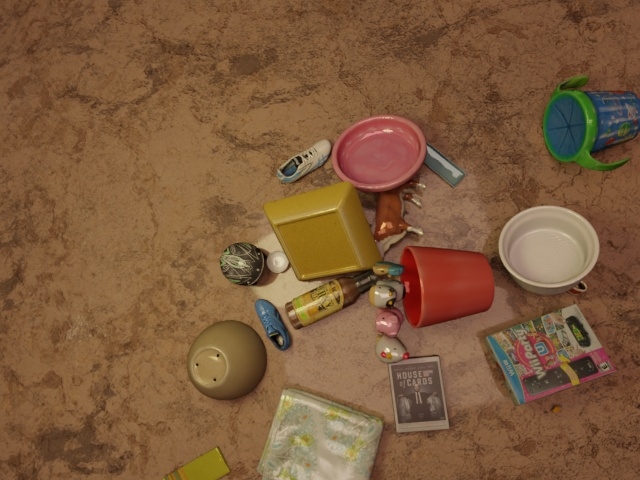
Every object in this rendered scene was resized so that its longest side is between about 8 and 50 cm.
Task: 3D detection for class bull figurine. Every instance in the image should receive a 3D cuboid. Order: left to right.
[{"bbox_3d":[0.263,-0.085,1.515,0.188,0.101,0.311,7,75,3],"label":"bull figurine"}]

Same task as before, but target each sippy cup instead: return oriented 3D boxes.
[{"bbox_3d":[0.903,-0.389,1.422,0.223,0.240,0.306,-10,105,-3],"label":"sippy cup"}]

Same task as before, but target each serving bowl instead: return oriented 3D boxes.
[{"bbox_3d":[-0.156,0.079,1.606,0.083,0.027,0.084,-1,82,9],"label":"serving bowl"}]

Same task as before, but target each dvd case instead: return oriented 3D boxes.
[{"bbox_3d":[0.331,0.521,1.474,0.179,0.029,0.239,-7,82,7],"label":"dvd case"}]

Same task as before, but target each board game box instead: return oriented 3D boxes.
[{"bbox_3d":[0.717,0.366,1.379,0.303,0.097,0.224,-22,64,5],"label":"board game box"}]

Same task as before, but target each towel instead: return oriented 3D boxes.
[{"bbox_3d":[-0.446,0.842,1.555,0.237,0.021,0.102,-31,85,3],"label":"towel"},{"bbox_3d":[-0.003,0.710,1.469,0.374,0.090,0.321,16,86,10],"label":"towel"}]

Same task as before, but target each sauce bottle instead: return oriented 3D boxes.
[{"bbox_3d":[0.045,0.196,1.520,0.344,0.111,0.112,-27,79,3],"label":"sauce bottle"}]

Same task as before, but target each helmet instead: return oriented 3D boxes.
[{"bbox_3d":[-0.277,0.084,1.555,0.169,0.161,0.170,-1,82,8],"label":"helmet"}]

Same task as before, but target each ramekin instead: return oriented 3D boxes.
[{"bbox_3d":[0.722,0.039,1.386,0.277,0.135,0.277,-10,62,20],"label":"ramekin"}]

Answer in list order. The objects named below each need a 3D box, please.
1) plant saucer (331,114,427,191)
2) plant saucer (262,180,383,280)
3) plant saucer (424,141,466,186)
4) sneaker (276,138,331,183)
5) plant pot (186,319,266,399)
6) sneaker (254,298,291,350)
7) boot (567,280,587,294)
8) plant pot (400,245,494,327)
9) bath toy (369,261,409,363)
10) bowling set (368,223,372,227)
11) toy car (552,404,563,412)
[{"bbox_3d":[0.207,-0.297,1.530,0.331,0.084,0.332,-7,58,12],"label":"plant saucer"},{"bbox_3d":[0.000,0.000,1.439,0.332,0.081,0.333,-12,117,23],"label":"plant saucer"},{"bbox_3d":[0.432,-0.277,1.571,0.192,0.018,0.067,43,90,11],"label":"plant saucer"},{"bbox_3d":[-0.058,-0.297,1.613,0.237,0.086,0.085,-36,77,1],"label":"sneaker"},{"bbox_3d":[-0.350,0.425,1.508,0.283,0.191,0.284,-1,82,9],"label":"plant pot"},{"bbox_3d":[-0.175,0.300,1.554,0.069,0.082,0.209,-33,78,5],"label":"sneaker"},{"bbox_3d":[0.802,0.117,1.430,0.158,0.084,0.059,37,91,13],"label":"boot"},{"bbox_3d":[0.407,0.143,1.407,0.243,0.275,0.275,-3,82,-3],"label":"plant pot"},{"bbox_3d":[0.231,0.249,1.422,0.151,0.129,0.349,-10,103,-31],"label":"bath toy"},{"bbox_3d":[0.031,-0.053,1.516,0.286,0.200,0.154,28,88,15],"label":"bowling set"},{"bbox_3d":[0.773,0.494,1.417,0.040,0.060,0.122,5,103,-34],"label":"toy car"}]
